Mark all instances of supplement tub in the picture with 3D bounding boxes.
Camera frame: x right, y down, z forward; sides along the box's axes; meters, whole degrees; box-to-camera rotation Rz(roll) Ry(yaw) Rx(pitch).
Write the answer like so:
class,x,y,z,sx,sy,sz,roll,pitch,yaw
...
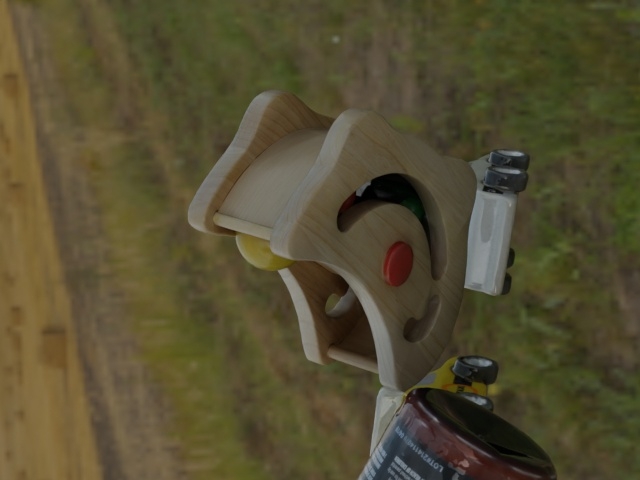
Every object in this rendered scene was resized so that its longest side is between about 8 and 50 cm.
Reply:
class,x,y,z,sx,sy,sz,roll,pitch,yaw
supplement tub,0.053,0.195,0.955,0.198,0.106,0.106,-61,20,11

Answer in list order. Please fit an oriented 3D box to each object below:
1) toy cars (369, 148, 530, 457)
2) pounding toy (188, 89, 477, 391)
class,x,y,z,sx,sy,sz,roll,pitch,yaw
toy cars,0.103,0.063,1.248,0.176,0.087,0.394,90,-169,-54
pounding toy,0.000,0.000,1.027,0.155,0.269,0.154,16,86,34
